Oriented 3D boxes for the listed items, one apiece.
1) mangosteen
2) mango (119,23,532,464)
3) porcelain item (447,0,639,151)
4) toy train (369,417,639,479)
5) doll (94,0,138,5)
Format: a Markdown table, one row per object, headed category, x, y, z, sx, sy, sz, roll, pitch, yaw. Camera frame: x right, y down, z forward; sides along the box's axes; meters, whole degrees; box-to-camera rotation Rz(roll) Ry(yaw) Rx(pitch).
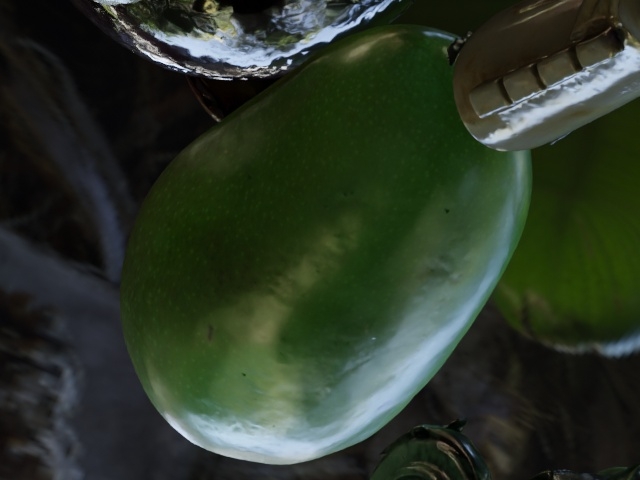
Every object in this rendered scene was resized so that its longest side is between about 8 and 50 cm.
| category | x | y | z | sx | sy | sz | roll | pitch | yaw |
| --- | --- | --- | --- | --- | --- | --- | --- | --- | --- |
| mangosteen | -0.078 | -0.283 | 1.597 | 0.435 | 0.382 | 0.382 | 113 | -37 | -51 |
| mango | 0.000 | 0.000 | 1.298 | 0.225 | 0.201 | 0.382 | 35 | -48 | 2 |
| porcelain item | 0.125 | -0.078 | 0.648 | 0.054 | 0.084 | 0.213 | 60 | -29 | -5 |
| toy train | 0.050 | 0.278 | 1.030 | 0.442 | 0.179 | 0.272 | -40 | -129 | 45 |
| doll | -0.035 | -0.185 | 0.916 | 0.175 | 0.278 | 0.149 | -178 | -97 | -70 |
